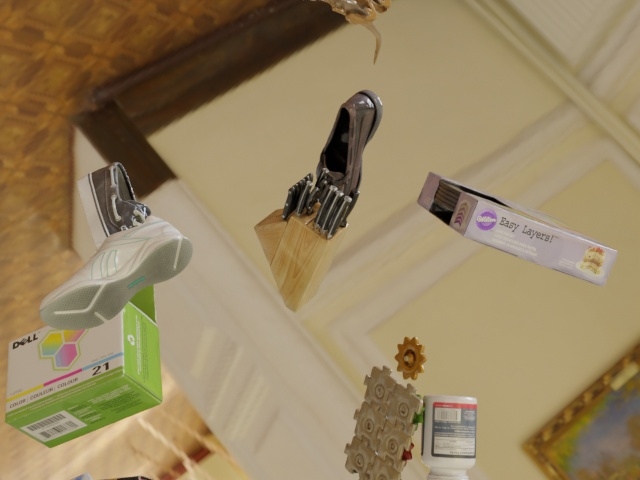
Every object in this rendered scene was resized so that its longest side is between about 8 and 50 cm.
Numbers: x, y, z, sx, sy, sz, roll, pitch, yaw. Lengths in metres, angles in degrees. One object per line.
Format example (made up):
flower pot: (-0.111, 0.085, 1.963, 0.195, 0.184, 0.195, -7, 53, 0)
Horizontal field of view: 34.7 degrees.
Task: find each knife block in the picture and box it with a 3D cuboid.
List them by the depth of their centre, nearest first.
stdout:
knife block: (0.000, 0.000, 2.036, 0.242, 0.276, 0.088, -6, -158, 38)

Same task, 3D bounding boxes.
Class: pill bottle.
pill bottle: (0.248, 0.392, 1.984, 0.107, 0.180, 0.108, 3, 171, 0)

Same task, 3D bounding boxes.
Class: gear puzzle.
gear puzzle: (0.145, 0.343, 2.035, 0.044, 0.175, 0.339, 3, 108, -37)

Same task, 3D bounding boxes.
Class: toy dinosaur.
toy dinosaur: (0.064, -0.363, 1.641, 0.211, 0.112, 0.064, 29, 74, -38)

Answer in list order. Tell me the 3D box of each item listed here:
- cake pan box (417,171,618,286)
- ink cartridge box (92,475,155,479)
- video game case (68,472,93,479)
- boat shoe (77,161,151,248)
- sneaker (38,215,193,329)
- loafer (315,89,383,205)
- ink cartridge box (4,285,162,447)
cake pan box: (0.303, -0.024, 1.643, 0.246, 0.266, 0.070, -132, -118, -74)
ink cartridge box: (-0.303, 0.520, 1.529, 0.271, 0.310, 0.130, -11, 155, 19)
video game case: (-0.518, 0.635, 1.978, 0.299, 0.329, 0.036, -21, 139, -28)
boat shoe: (-0.352, -0.027, 1.849, 0.102, 0.301, 0.108, -30, 139, 2)
sneaker: (-0.196, 0.031, 0.959, 0.152, 0.061, 0.054, -31, 137, -17)
loafer: (0.039, -0.184, 2.189, 0.095, 0.109, 0.303, -22, 142, -45)
ink cartridge box: (-0.325, 0.128, 1.405, 0.188, 0.255, 0.097, -23, 141, 15)
